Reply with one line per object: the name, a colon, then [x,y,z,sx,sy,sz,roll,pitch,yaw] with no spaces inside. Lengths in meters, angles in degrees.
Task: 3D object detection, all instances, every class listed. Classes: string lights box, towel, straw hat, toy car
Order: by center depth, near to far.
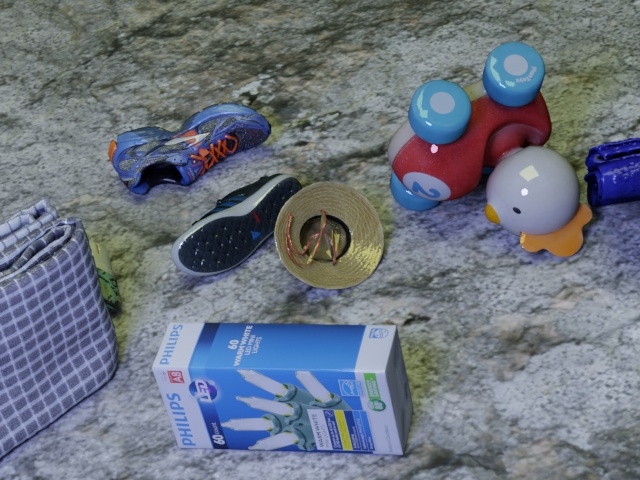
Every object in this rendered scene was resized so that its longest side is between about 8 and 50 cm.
string lights box: [-0.039,0.160,1.914,0.260,0.133,0.076,-1,41,16]
towel: [-0.368,0.120,1.978,0.284,0.235,0.121,-36,50,-26]
towel: [0.462,-0.099,2.047,0.308,0.076,0.227,-8,-1,4]
toy car: [0.221,-0.071,2.115,0.210,0.219,0.238,-27,70,-17]
straw hat: [0.000,0.000,2.150,0.144,0.144,0.061,-36,2,-26]

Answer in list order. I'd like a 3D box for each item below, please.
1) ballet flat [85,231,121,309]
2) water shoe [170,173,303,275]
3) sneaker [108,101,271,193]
ballet flat: [-0.303,0.022,2.200,0.070,0.070,0.188,-37,46,-27]
water shoe: [-0.112,-0.017,2.216,0.203,0.073,0.080,-31,20,-27]
sneaker: [-0.169,-0.114,2.339,0.221,0.083,0.087,-18,52,2]
